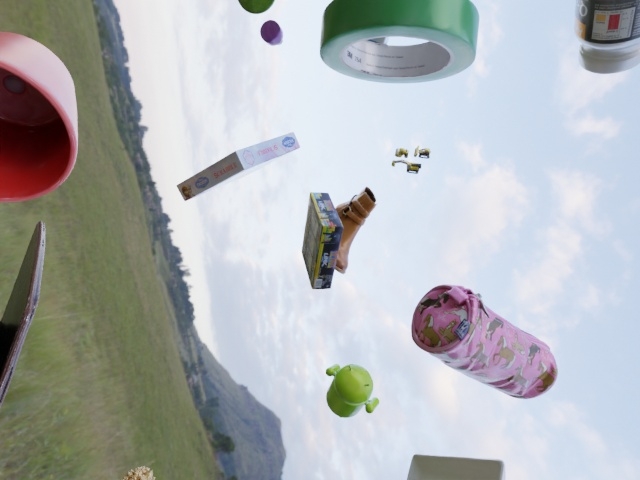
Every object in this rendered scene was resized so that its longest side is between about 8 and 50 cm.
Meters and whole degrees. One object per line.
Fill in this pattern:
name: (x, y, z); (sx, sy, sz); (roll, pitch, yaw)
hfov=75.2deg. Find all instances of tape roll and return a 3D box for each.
tape roll: (0.159, -0.415, 0.866); (0.321, 0.321, 0.077); (-165, -101, -65)

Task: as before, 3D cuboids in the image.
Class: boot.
boot: (0.104, -0.040, 1.338); (0.220, 0.109, 0.283); (-40, -155, 22)

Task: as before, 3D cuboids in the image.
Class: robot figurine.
robot figurine: (0.049, 0.253, 0.700); (0.101, 0.067, 0.115); (39, -42, 21)

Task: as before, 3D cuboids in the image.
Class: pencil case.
pencil case: (0.391, 0.246, 0.974); (0.167, 0.386, 0.160); (-17, -132, 51)

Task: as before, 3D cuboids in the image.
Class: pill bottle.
pill bottle: (0.613, -0.499, 0.846); (0.162, 0.162, 0.278); (59, 1, 42)

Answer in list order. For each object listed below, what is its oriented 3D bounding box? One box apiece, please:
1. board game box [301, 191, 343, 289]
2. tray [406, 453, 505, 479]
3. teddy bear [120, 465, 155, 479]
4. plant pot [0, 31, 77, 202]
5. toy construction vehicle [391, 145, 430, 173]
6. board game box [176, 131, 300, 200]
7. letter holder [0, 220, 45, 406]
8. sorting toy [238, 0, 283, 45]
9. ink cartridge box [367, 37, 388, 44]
board game box: (0.000, 0.000, 0.927); (0.141, 0.048, 0.170); (-107, -158, -51)
tray: (0.186, 0.396, 0.609); (0.270, 0.030, 0.145); (119, -6, -61)
teddy bear: (-0.244, 0.466, 0.597); (0.245, 0.113, 0.338); (-101, 165, -58)
plant pot: (-0.585, -0.248, 0.766); (0.243, 0.274, 0.275); (-112, -154, -45)
toy construction vehicle: (0.254, -0.233, 1.159); (0.035, 0.098, 0.086); (77, 28, -60)
board game box: (-0.277, -0.256, 1.429); (0.318, 0.318, 0.066); (-18, -78, 38)
letter holder: (-0.445, 0.080, 0.495); (0.301, 0.152, 0.215); (32, -82, 53)
sorting toy: (-0.191, -0.781, 1.301); (0.126, 0.127, 0.366); (-38, 108, -77)
ink cartridge box: (0.126, -0.596, 1.081); (0.082, 0.139, 0.191); (-59, 169, -50)
